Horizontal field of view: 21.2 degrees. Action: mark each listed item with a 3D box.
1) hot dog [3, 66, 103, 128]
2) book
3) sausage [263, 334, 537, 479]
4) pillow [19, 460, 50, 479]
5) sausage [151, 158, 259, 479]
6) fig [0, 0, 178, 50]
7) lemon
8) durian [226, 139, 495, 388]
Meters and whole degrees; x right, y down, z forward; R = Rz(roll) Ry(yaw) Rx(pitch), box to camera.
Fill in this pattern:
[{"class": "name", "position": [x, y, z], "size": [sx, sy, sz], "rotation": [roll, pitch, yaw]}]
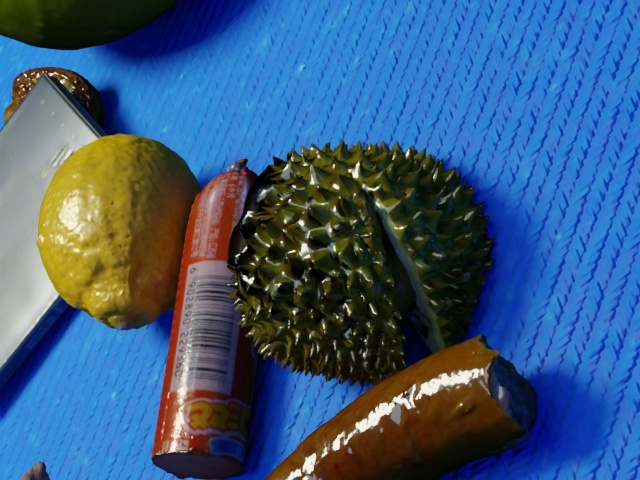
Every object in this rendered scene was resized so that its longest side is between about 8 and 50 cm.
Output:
[{"class": "hot dog", "position": [-0.272, -0.118, 1.682], "size": [0.147, 0.065, 0.099], "rotation": [1, 75, 52]}, {"class": "book", "position": [-0.287, 0.000, 1.602], "size": [0.269, 0.025, 0.191], "rotation": [-50, 58, 10]}, {"class": "sausage", "position": [0.024, 0.165, 1.139], "size": [0.302, 0.076, 0.103], "rotation": [-43, 40, 24]}, {"class": "pillow", "position": [-0.263, 0.328, 1.370], "size": [0.236, 0.084, 0.223], "rotation": [-50, 36, 12]}, {"class": "sausage", "position": [-0.080, 0.051, 1.341], "size": [0.074, 0.074, 0.274], "rotation": [-21, 53, 41]}, {"class": "fig", "position": [-0.237, -0.314, 1.603], "size": [0.316, 0.316, 0.316], "rotation": [-28, 48, 37]}, {"class": "lemon", "position": [-0.165, -0.005, 1.422], "size": [0.142, 0.142, 0.187], "rotation": [-32, 44, 34]}, {"class": "durian", "position": [0.000, 0.000, 1.223], "size": [0.237, 0.137, 0.193], "rotation": [10, 75, 53]}]
